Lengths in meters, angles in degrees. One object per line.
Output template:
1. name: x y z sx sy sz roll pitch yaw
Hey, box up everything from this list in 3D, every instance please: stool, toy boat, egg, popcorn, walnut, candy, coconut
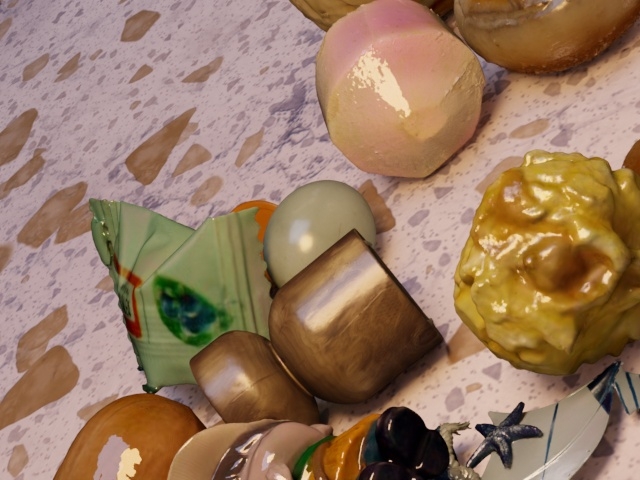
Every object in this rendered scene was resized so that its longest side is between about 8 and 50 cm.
1. stool: -0.003 0.133 1.777 0.264 0.179 0.179 -39 31 4
2. toy boat: 0.203 0.224 1.551 0.291 0.070 0.210 -46 36 -16
3. egg: 0.000 0.000 1.968 0.149 0.149 0.192 -17 29 35
4. popcorn: 0.264 0.029 1.557 0.225 0.249 0.249 35 76 28
5. walnut: -0.230 0.334 1.767 0.203 0.203 0.298 0 67 48
6. candy: -0.205 0.075 2.021 0.172 0.263 0.398 -9 10 -30
7. coconut: 0.112 -0.207 2.051 0.233 0.233 0.245 -35 31 10

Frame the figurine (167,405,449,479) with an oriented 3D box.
1. figurine: 0.004 0.276 1.570 0.332 0.204 0.185 -6 51 39

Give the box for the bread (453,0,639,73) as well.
1. bread: 0.331 -0.321 1.988 0.314 0.171 0.192 -21 39 31

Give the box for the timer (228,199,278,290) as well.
1. timer: -0.108 0.031 2.108 0.152 0.132 0.132 -43 19 52

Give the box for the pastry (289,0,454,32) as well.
1. pastry: 0.103 -0.489 2.317 0.388 0.312 0.388 -40 23 22

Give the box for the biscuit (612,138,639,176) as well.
1. biscuit: 0.372 -0.035 1.702 0.301 0.049 0.197 -20 46 32
